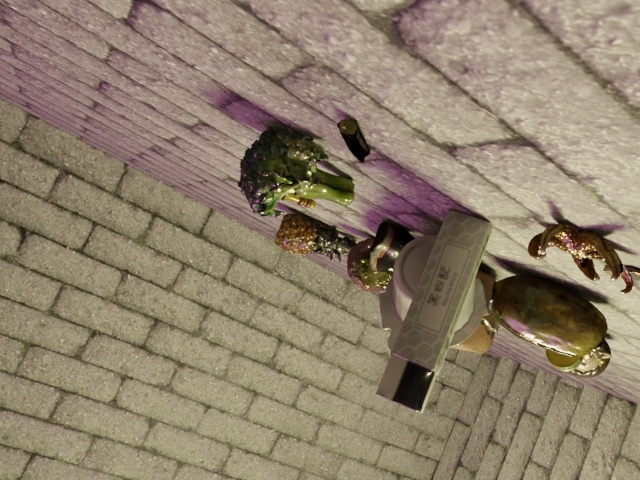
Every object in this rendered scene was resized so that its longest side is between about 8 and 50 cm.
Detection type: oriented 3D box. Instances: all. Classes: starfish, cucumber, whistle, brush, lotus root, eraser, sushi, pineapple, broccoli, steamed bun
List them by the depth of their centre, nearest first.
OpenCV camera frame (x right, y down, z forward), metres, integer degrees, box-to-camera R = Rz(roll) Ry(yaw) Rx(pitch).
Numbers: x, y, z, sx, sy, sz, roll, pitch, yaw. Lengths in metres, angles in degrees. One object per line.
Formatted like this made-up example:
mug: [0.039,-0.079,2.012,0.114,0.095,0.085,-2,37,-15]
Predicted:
starfish: [0.452,0.028,0.940,0.189,0.074,0.146,24,173,5]
cucumber: [0.059,-0.173,0.971,0.034,0.033,0.135,25,172,19]
brush: [0.585,0.063,0.982,0.043,0.014,0.170,27,171,-24]
eraser: [0.236,0.143,1.137,0.096,0.404,0.098,20,169,22]
broccoli: [-0.032,-0.152,1.177,0.274,0.177,0.199,-2,145,-21]
lotus root: [0.545,0.177,1.350,0.274,0.160,0.152,24,-164,17]
steamed bun: [0.402,0.194,1.536,0.199,0.252,0.301,20,180,28]
whistle: [-0.067,-0.121,1.674,0.109,0.046,0.057,23,160,-28]
sushi: [0.193,0.107,1.803,0.241,0.161,0.107,45,172,-6]
pineapple: [0.000,0.000,1.973,0.309,0.141,0.170,18,147,1]

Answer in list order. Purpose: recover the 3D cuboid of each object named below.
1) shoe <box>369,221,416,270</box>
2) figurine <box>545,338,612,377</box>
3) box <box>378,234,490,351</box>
shoe: [0.216,0.030,1.585,0.137,0.114,0.291,19,168,7]
figurine: [0.769,0.331,1.651,0.275,0.158,0.161,32,178,-40]
box: [0.247,0.121,1.311,0.262,0.291,0.206,38,165,26]
